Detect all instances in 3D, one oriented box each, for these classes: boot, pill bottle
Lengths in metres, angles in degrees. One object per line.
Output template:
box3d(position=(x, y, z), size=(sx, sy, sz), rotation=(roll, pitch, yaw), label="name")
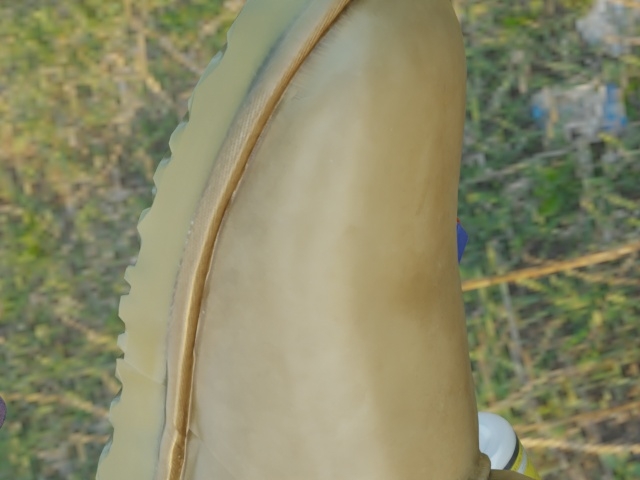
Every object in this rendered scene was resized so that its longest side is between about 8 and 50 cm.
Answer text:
box3d(position=(0.083, 0.079, 0.412), size=(0.269, 0.089, 0.236), rotation=(25, 123, 15), label="boot")
box3d(position=(0.169, 0.259, 1.702), size=(0.103, 0.103, 0.184), rotation=(8, 137, 48), label="pill bottle")

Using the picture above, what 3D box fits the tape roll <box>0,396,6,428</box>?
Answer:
box3d(position=(-0.289, 0.121, 1.071), size=(0.080, 0.189, 0.189), rotation=(53, 133, 15), label="tape roll")

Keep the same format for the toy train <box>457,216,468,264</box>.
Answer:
box3d(position=(0.000, 0.000, 1.667), size=(0.248, 0.105, 0.143), rotation=(-15, 126, 37), label="toy train")
